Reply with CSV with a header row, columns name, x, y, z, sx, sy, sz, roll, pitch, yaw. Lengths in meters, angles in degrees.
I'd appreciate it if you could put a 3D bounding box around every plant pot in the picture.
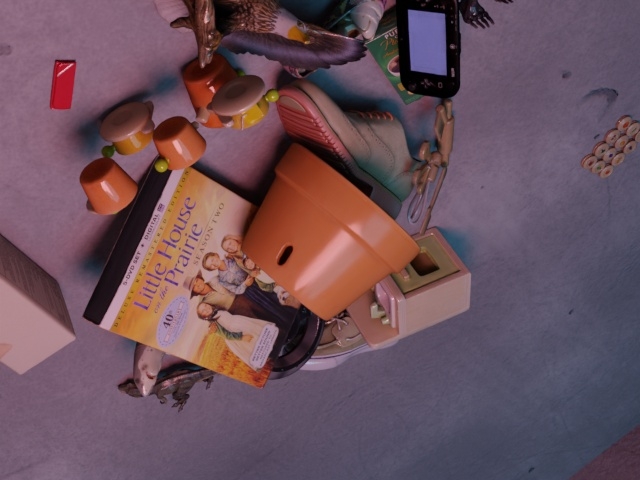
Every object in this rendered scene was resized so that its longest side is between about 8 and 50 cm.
name,x,y,z,sx,sy,sz,roll,pitch,yaw
plant pot,0.000,0.000,1.705,0.203,0.291,0.291,-50,139,0

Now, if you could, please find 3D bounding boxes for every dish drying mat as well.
name,x,y,z,sx,sy,sz,roll,pitch,yaw
dish drying mat,-0.384,-0.231,1.472,0.032,0.008,0.083,-6,133,-29

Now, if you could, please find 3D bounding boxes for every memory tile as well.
name,x,y,z,sx,sy,sz,roll,pitch,yaw
memory tile,0.649,-0.203,2.166,0.113,0.012,0.148,19,118,-43

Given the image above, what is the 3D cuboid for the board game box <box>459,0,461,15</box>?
name,x,y,z,sx,sy,sz,roll,pitch,yaw
board game box,0.195,-0.404,1.665,0.090,0.020,0.090,-26,141,-8

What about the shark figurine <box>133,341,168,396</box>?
name,x,y,z,sx,sy,sz,roll,pitch,yaw
shark figurine,-0.290,0.178,1.900,0.116,0.166,0.278,-24,-179,41

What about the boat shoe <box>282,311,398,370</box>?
name,x,y,z,sx,sy,sz,roll,pitch,yaw
boat shoe,0.049,0.197,2.127,0.302,0.109,0.094,-14,121,-33

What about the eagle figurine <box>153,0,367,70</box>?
name,x,y,z,sx,sy,sz,roll,pitch,yaw
eagle figurine,-0.070,-0.344,1.433,0.298,0.225,0.226,-25,175,-42

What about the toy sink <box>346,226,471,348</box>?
name,x,y,z,sx,sy,sz,roll,pitch,yaw
toy sink,0.174,0.095,2.051,0.234,0.153,0.131,-21,139,-12

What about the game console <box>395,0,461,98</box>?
name,x,y,z,sx,sy,sz,roll,pitch,yaw
game console,0.178,-0.376,1.515,0.044,0.213,0.361,-46,143,-36

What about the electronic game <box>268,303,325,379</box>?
name,x,y,z,sx,sy,sz,roll,pitch,yaw
electronic game,-0.084,0.166,1.970,0.229,0.048,0.229,-9,105,-36

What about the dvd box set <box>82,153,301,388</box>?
name,x,y,z,sx,sy,sz,roll,pitch,yaw
dvd box set,-0.189,0.068,1.756,0.420,0.062,0.308,32,80,-47

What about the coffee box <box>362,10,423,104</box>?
name,x,y,z,sx,sy,sz,roll,pitch,yaw
coffee box,0.156,-0.320,1.690,0.113,0.040,0.184,-26,142,16

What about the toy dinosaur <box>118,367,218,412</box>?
name,x,y,z,sx,sy,sz,roll,pitch,yaw
toy dinosaur,-0.270,0.288,2.012,0.268,0.064,0.118,-21,151,-5

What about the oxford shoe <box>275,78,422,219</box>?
name,x,y,z,sx,sy,sz,roll,pitch,yaw
oxford shoe,0.057,-0.186,1.733,0.147,0.140,0.397,-55,144,-6

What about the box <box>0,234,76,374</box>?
name,x,y,z,sx,sy,sz,roll,pitch,yaw
box,-0.538,0.071,1.572,0.121,0.148,0.311,-34,139,2

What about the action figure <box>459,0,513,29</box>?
name,x,y,z,sx,sy,sz,roll,pitch,yaw
action figure,0.261,-0.478,1.536,0.164,0.141,0.276,-39,139,-18

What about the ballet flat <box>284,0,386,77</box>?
name,x,y,z,sx,sy,sz,roll,pitch,yaw
ballet flat,0.037,-0.336,1.585,0.221,0.079,0.077,-38,141,6

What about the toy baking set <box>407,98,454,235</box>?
name,x,y,z,sx,sy,sz,roll,pitch,yaw
toy baking set,0.205,-0.138,1.852,0.197,0.030,0.256,-58,156,-33

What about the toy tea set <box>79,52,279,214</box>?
name,x,y,z,sx,sy,sz,roll,pitch,yaw
toy tea set,-0.219,-0.150,1.515,0.336,0.200,0.124,-31,132,-3
